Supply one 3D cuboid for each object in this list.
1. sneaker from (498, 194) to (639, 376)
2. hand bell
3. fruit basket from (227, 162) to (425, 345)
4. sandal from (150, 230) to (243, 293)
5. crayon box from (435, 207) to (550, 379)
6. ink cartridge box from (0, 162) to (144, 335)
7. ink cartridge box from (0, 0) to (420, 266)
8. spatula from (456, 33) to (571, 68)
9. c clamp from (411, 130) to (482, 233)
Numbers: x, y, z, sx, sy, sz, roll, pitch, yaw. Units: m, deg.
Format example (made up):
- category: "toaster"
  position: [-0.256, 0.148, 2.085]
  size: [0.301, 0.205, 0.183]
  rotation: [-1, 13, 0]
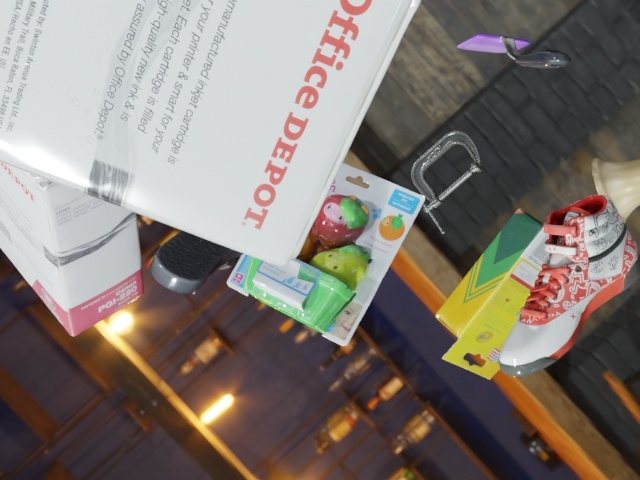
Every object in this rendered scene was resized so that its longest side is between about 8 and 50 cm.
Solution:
- category: "sneaker"
  position: [0.315, 0.050, 1.198]
  size: [0.090, 0.270, 0.145]
  rotation: [15, 138, 60]
- category: "hand bell"
  position: [0.592, -0.121, 1.478]
  size: [0.126, 0.242, 0.126]
  rotation: [35, -136, -43]
- category: "fruit basket"
  position: [0.000, 0.000, 1.873]
  size: [0.327, 0.353, 0.165]
  rotation: [26, 178, 27]
- category: "sandal"
  position: [-0.151, 0.007, 1.222]
  size: [0.097, 0.054, 0.254]
  rotation: [36, -147, 12]
- category: "crayon box"
  position: [0.362, 0.112, 1.753]
  size: [0.202, 0.318, 0.081]
  rotation: [29, -169, -46]
- category: "ink cartridge box"
  position: [-0.248, -0.041, 0.833]
  size: [0.158, 0.092, 0.218]
  rotation: [43, 149, 26]
- category: "ink cartridge box"
  position: [-0.103, -0.131, 0.517]
  size: [0.273, 0.197, 0.114]
  rotation: [22, -156, -9]
- category: "spatula"
  position: [0.257, -0.244, 1.154]
  size: [0.084, 0.030, 0.296]
  rotation: [5, -163, -10]
- category: "c clamp"
  position: [0.238, -0.116, 1.644]
  size: [0.137, 0.160, 0.022]
  rotation: [51, -155, 19]
